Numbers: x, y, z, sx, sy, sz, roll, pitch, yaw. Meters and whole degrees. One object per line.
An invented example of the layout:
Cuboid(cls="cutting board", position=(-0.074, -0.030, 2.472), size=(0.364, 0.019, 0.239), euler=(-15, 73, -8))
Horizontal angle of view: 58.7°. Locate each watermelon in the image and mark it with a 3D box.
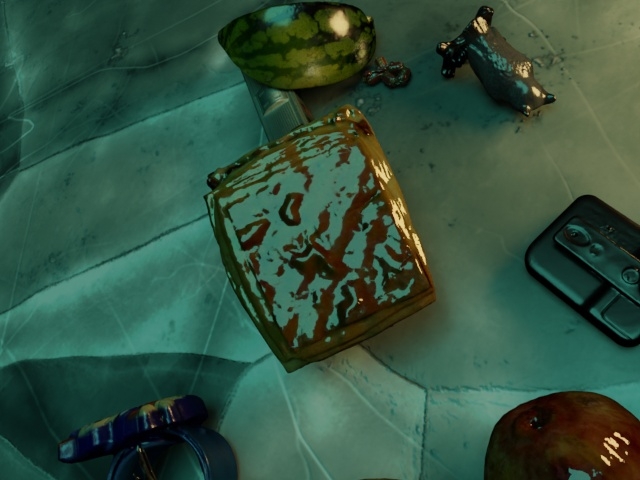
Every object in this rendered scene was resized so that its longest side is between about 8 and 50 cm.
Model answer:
Cuboid(cls="watermelon", position=(-0.032, -0.374, 1.023), size=(0.303, 0.128, 0.159), euler=(-8, 55, -8))

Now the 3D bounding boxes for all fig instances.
Cuboid(cls="fig", position=(0.290, 0.271, 0.631), size=(0.205, 0.205, 0.205), euler=(-9, 64, 18))

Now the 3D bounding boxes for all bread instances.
Cuboid(cls="bread", position=(0.000, 0.000, 0.849), size=(0.277, 0.167, 0.325), euler=(-26, 78, 1))

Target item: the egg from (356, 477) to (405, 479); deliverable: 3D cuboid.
Cuboid(cls="egg", position=(0.041, 0.434, 0.525), size=(0.344, 0.345, 0.428), euler=(16, 33, 28))

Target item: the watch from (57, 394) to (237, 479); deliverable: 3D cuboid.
Cuboid(cls="watch", position=(-0.231, 0.339, 0.827), size=(0.196, 0.171, 0.200), euler=(-28, 70, 17))

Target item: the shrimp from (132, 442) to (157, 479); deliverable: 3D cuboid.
Cuboid(cls="shrimp", position=(-0.134, 0.406, 0.712), size=(0.137, 0.172, 0.372), euler=(-6, 100, 12))

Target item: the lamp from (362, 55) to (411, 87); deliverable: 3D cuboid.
Cuboid(cls="lamp", position=(0.126, -0.307, 1.047), size=(0.083, 0.031, 0.063), euler=(25, 78, 25))

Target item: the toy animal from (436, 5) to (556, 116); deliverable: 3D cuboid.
Cuboid(cls="toy animal", position=(0.295, -0.295, 0.922), size=(0.121, 0.117, 0.210), euler=(-37, 56, -5))

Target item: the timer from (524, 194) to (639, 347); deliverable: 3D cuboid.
Cuboid(cls="timer", position=(0.385, 0.034, 0.766), size=(0.144, 0.055, 0.187), euler=(-45, 58, -1))

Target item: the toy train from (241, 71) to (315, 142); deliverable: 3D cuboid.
Cuboid(cls="toy train", position=(-0.065, -0.229, 1.057), size=(0.086, 0.089, 0.410), euler=(-30, 59, 13))
